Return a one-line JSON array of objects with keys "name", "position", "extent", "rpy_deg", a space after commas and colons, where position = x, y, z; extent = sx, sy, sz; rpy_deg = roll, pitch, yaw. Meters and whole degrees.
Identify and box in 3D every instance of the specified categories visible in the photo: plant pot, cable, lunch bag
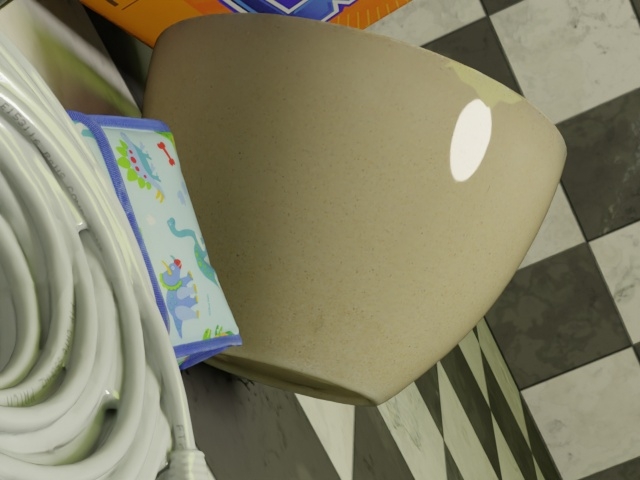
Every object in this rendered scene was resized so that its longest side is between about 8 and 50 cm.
[{"name": "plant pot", "position": [0.000, 0.000, 0.867], "extent": [0.284, 0.284, 0.191], "rpy_deg": [44, 59, -63]}, {"name": "cable", "position": [-0.147, 0.010, 0.446], "extent": [0.257, 0.089, 0.257], "rpy_deg": [40, 28, -49]}, {"name": "lunch bag", "position": [-0.121, 0.009, 0.633], "extent": [0.151, 0.096, 0.129], "rpy_deg": [-3, 71, -59]}]

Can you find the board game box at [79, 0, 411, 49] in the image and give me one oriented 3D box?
[{"name": "board game box", "position": [-0.056, -0.378, 0.881], "extent": [0.356, 0.356, 0.356], "rpy_deg": [28, 38, -55]}]
